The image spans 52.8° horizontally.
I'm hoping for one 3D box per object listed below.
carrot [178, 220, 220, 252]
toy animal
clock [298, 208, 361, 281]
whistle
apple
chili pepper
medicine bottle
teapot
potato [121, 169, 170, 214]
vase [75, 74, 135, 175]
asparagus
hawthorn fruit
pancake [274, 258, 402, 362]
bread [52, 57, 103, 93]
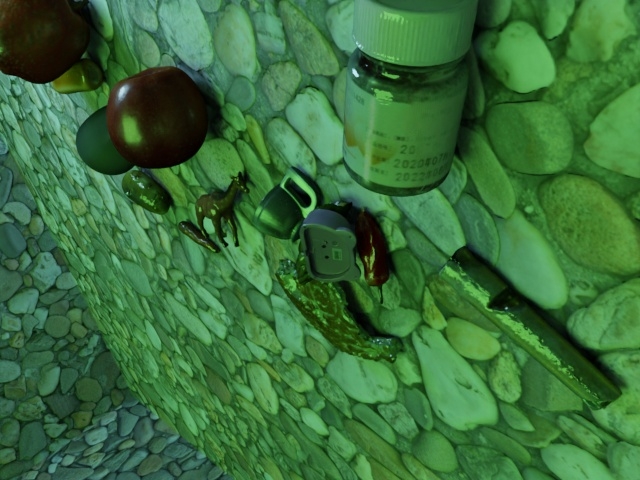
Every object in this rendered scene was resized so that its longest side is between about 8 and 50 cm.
[{"bbox_3d":[-0.341,-0.007,1.806,0.165,0.036,0.035,36,143,26],"label":"carrot"},{"bbox_3d":[-0.234,-0.079,1.564,0.224,0.066,0.229,25,133,40],"label":"toy animal"},{"bbox_3d":[0.024,0.011,1.216,0.110,0.050,0.152,5,135,15],"label":"clock"},{"bbox_3d":[0.323,0.137,1.012,0.326,0.057,0.068,44,150,17],"label":"whistle"},{"bbox_3d":[-0.354,-0.266,1.402,0.218,0.218,0.201,17,130,46],"label":"apple"},{"bbox_3d":[0.099,0.029,1.223,0.059,0.050,0.191,6,112,55],"label":"chili pepper"},{"bbox_3d":[0.114,-0.208,0.873,0.165,0.165,0.273,35,143,31],"label":"medicine bottle"},{"bbox_3d":[-0.059,-0.064,1.329,0.108,0.149,0.111,37,-178,11],"label":"teapot"},{"bbox_3d":[-0.510,-0.139,1.867,0.188,0.085,0.105,35,145,23],"label":"potato"},{"bbox_3d":[-0.501,-0.296,1.639,0.173,0.173,0.321,58,145,-4],"label":"vase"},{"bbox_3d":[0.000,0.000,1.308,0.080,0.080,0.287,43,139,20],"label":"asparagus"},{"bbox_3d":[-0.711,-0.531,1.597,0.275,0.300,0.275,61,178,4],"label":"hawthorn fruit"},{"bbox_3d":[0.029,0.147,1.432,0.377,0.054,0.197,37,146,25],"label":"pancake"},{"bbox_3d":[-0.683,-0.460,1.809,0.239,0.074,0.092,12,112,47],"label":"bread"}]
